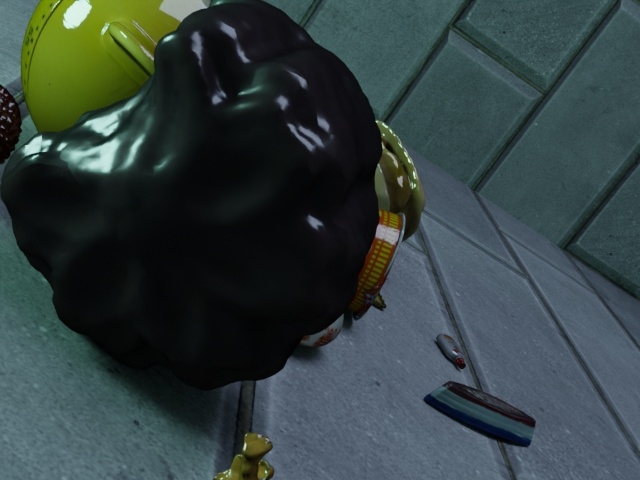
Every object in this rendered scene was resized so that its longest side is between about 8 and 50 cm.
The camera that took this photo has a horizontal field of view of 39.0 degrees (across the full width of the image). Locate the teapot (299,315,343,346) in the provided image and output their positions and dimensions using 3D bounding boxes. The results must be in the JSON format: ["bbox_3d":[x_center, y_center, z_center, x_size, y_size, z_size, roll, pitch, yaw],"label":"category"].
[{"bbox_3d":[-0.038,0.078,1.260,0.159,0.116,0.245,25,10,2],"label":"teapot"}]

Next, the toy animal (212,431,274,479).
[{"bbox_3d":[-0.038,0.278,0.712,0.255,0.114,0.116,52,-20,34],"label":"toy animal"}]

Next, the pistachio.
[{"bbox_3d":[0.062,-0.121,1.756,0.229,0.238,0.321,-11,41,-35],"label":"pistachio"}]

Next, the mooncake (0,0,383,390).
[{"bbox_3d":[-0.119,-0.037,0.915,0.350,0.381,0.212,47,22,-2],"label":"mooncake"}]

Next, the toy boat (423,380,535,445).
[{"bbox_3d":[0.252,0.264,1.406,0.229,0.046,0.080,28,21,-32],"label":"toy boat"}]

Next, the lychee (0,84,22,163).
[{"bbox_3d":[-0.412,-0.136,1.058,0.123,0.123,0.129,24,28,-35],"label":"lychee"}]

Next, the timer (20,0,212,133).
[{"bbox_3d":[-0.215,-0.211,1.240,0.376,0.376,0.387,17,17,-48],"label":"timer"}]

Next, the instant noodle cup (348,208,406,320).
[{"bbox_3d":[0.000,0.000,1.435,0.212,0.193,0.193,24,17,-8],"label":"instant noodle cup"}]

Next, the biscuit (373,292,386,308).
[{"bbox_3d":[0.040,0.046,1.639,0.144,0.016,0.203,27,19,-29],"label":"biscuit"}]

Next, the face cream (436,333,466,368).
[{"bbox_3d":[0.234,0.197,1.595,0.040,0.021,0.083,25,19,-30],"label":"face cream"}]
